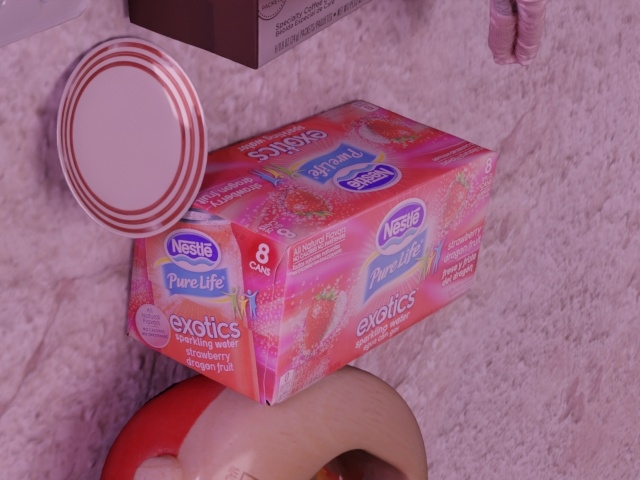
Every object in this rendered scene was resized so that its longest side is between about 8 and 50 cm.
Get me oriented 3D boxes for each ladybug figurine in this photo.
[{"bbox_3d":[-0.055,0.235,1.304,0.305,0.162,0.449,-60,151,-9],"label":"ladybug figurine"}]

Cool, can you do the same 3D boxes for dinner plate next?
[{"bbox_3d":[-0.134,-0.072,1.067,0.141,0.017,0.141,-2,93,-49],"label":"dinner plate"}]

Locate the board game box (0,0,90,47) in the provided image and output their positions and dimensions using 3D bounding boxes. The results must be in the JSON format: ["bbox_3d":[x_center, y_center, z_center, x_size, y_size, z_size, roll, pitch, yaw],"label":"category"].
[{"bbox_3d":[-0.175,-0.257,0.714,0.390,0.050,0.390,-42,156,-61],"label":"board game box"}]

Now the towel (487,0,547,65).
[{"bbox_3d":[0.166,-0.322,1.194,0.317,0.053,0.331,10,87,-83],"label":"towel"}]

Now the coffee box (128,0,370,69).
[{"bbox_3d":[0.000,-0.263,1.078,0.297,0.119,0.168,-36,140,-43],"label":"coffee box"}]

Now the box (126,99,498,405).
[{"bbox_3d":[0.000,0.000,1.235,0.300,0.154,0.142,-24,131,-49],"label":"box"}]
